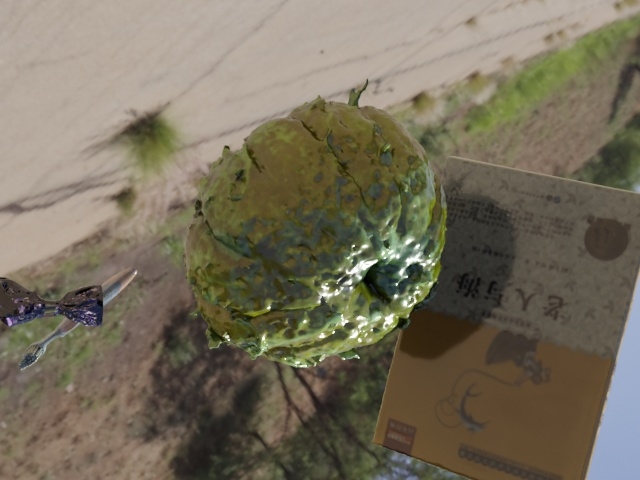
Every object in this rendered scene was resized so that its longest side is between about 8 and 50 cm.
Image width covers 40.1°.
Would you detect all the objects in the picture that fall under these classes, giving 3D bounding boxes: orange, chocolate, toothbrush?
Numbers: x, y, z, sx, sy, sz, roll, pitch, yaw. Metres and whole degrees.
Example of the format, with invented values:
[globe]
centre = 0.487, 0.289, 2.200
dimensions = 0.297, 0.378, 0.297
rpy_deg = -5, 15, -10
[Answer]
[orange]
centre = 0.000, 0.000, 0.923
dimensions = 0.301, 0.223, 0.300
rpy_deg = -16, 129, -30
[chocolate]
centre = -0.357, 0.085, 1.136
dimensions = 0.147, 0.070, 0.072
rpy_deg = 2, -148, -12
[toothbrush]
centre = -0.407, 0.130, 1.456
dimensions = 0.375, 0.028, 0.037
rpy_deg = -35, -161, 36

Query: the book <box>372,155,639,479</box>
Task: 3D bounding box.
[book]
centre = 0.231, 0.105, 1.073
dimensions = 0.032, 0.269, 0.389
rpy_deg = 14, 90, -64
